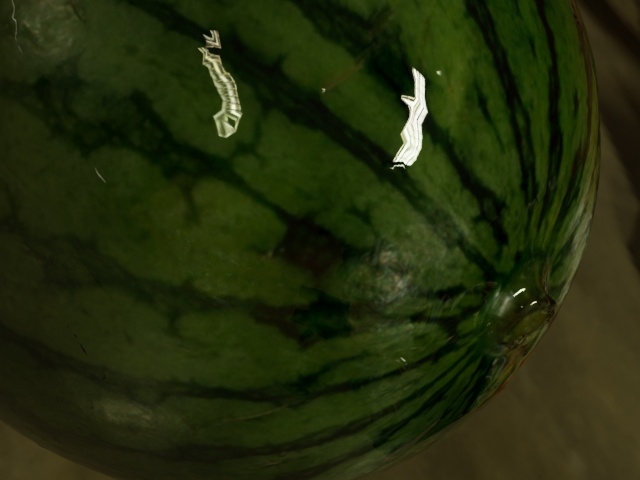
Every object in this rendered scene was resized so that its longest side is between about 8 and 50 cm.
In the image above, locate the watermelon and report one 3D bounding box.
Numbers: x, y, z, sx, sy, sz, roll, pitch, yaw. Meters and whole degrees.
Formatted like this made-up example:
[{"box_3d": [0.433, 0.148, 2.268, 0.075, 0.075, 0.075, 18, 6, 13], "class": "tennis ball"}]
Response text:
[{"box_3d": [0.000, 0.000, 0.635, 0.331, 0.331, 0.189, 19, 15, -43], "class": "watermelon"}]
